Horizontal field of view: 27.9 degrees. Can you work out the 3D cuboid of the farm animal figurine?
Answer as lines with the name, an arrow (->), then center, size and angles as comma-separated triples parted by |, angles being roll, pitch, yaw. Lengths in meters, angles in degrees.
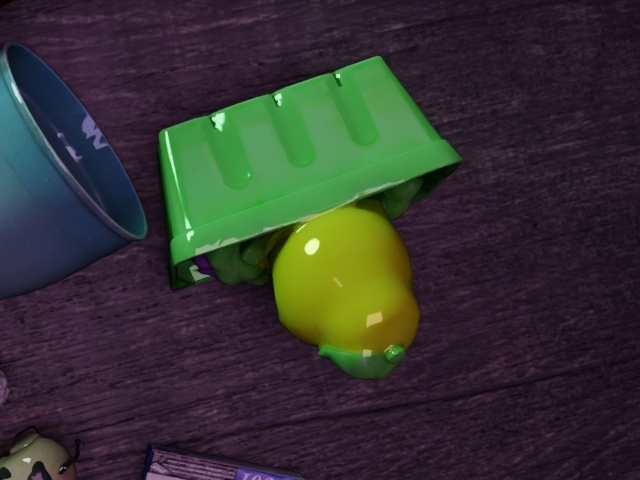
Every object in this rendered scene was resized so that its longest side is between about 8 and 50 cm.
farm animal figurine -> -0.410, 0.356, 1.543 | 0.330, 0.172, 0.327 | 44, 83, -12

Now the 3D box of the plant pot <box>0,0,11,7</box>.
plant pot -> -0.368, -0.407, 1.468 | 0.235, 0.267, 0.267 | -24, 99, -22

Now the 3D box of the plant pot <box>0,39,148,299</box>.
plant pot -> -0.381, -0.049, 1.491 | 0.255, 0.271, 0.272 | -33, 101, 7

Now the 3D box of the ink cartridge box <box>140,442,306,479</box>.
ink cartridge box -> -0.131, 0.333, 1.673 | 0.207, 0.046, 0.097 | 13, 92, -14

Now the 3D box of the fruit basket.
fruit basket -> 0.000, 0.000, 1.556 | 0.392, 0.283, 0.392 | 1, 80, -8
